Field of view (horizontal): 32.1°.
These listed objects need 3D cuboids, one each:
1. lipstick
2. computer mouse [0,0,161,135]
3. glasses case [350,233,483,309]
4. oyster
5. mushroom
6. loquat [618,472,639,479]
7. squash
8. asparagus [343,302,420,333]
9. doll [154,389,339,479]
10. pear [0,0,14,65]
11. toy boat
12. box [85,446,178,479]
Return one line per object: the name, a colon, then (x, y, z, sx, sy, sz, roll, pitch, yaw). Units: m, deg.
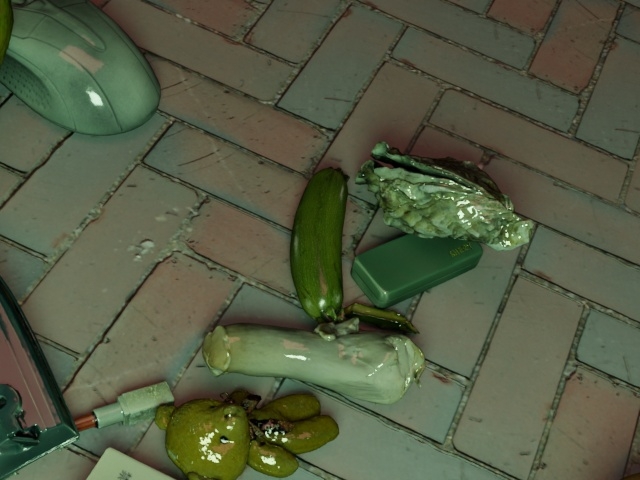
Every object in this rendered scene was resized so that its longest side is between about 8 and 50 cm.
lipstick: (-0.237, 0.201, 1.302, 0.129, 0.030, 0.030, -14, 55, -26)
computer mouse: (-0.398, -0.293, 1.646, 0.371, 0.122, 0.188, 31, 48, 17)
glasses case: (0.134, 0.029, 1.547, 0.184, 0.039, 0.078, -22, 58, -30)
oyster: (0.161, -0.061, 1.550, 0.198, 0.112, 0.267, 9, 14, -23)
mushroom: (-0.007, 0.146, 1.374, 0.278, 0.099, 0.096, 8, 21, -3)
loquat: (0.382, 0.356, 1.197, 0.235, 0.235, 0.235, 8, 48, -8)
squash: (-0.001, -0.002, 1.520, 0.071, 0.080, 0.318, -17, 43, 21)
asparagus: (0.082, 0.104, 1.479, 0.108, 0.021, 0.025, 15, 46, -1)
doll: (-0.079, 0.214, 1.293, 0.209, 0.097, 0.137, -13, 48, -31)
pear: (-0.578, -0.285, 1.439, 0.391, 0.391, 0.391, 8, 48, -8)
toy boat: (-0.382, 0.125, 1.267, 0.114, 0.122, 0.296, -27, 69, -11)
box: (-0.152, 0.345, 1.170, 0.259, 0.071, 0.168, 25, 48, 7)
